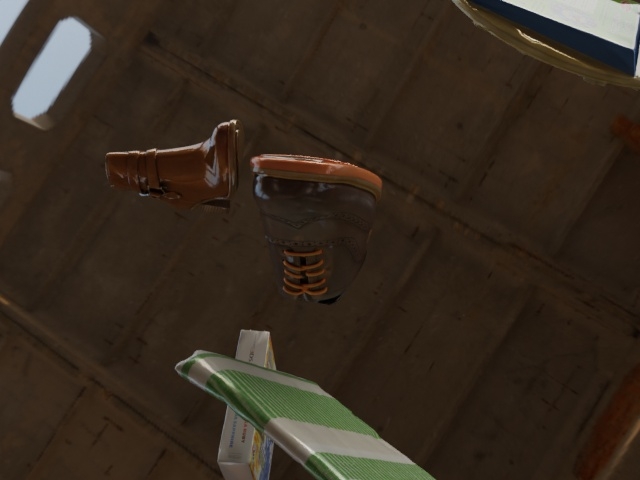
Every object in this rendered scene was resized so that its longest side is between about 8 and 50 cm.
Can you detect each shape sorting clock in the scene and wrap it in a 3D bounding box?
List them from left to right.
[{"bbox_3d":[0.198,-0.184,0.596,0.206,0.206,0.040,27,-52,13],"label":"shape sorting clock"}]

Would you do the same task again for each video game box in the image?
[{"bbox_3d":[-0.095,0.256,0.994,0.048,0.205,0.187,2,-126,3],"label":"video game box"}]

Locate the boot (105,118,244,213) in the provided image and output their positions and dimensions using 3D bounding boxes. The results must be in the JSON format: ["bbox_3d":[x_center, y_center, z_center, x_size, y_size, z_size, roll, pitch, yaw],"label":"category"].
[{"bbox_3d":[-0.170,-0.087,0.821,0.152,0.197,0.073,11,-116,-10],"label":"boot"}]

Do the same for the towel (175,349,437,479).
[{"bbox_3d":[0.035,0.212,0.657,0.324,0.248,0.038,32,-91,34],"label":"towel"}]

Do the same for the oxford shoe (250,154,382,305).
[{"bbox_3d":[0.000,0.000,0.782,0.129,0.364,0.133,7,-100,12],"label":"oxford shoe"}]
